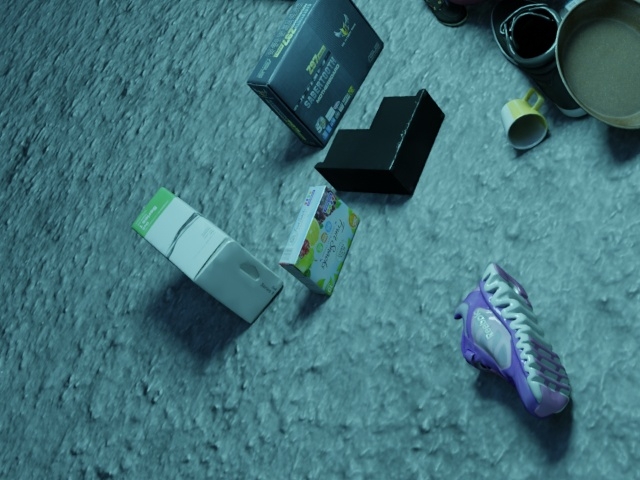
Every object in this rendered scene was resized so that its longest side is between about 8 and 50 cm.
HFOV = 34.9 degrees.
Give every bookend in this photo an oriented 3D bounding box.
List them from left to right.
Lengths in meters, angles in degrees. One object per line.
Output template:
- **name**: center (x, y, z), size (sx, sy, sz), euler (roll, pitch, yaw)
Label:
- **bookend**: center (0.095, -0.159, 1.643), size (0.157, 0.072, 0.156), euler (4, 62, 40)

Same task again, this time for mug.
- **mug**: center (0.303, -0.182, 1.512), size (0.078, 0.062, 0.064), euler (-33, 36, 14)

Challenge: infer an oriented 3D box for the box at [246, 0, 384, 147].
- **box**: center (-0.004, -0.305, 1.746), size (0.059, 0.183, 0.233), euler (15, 69, 43)

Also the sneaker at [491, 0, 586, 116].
- **sneaker**: center (0.317, -0.319, 1.535), size (0.104, 0.147, 0.296), euler (-37, 43, 13)

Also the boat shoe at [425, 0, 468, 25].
- **boat shoe**: center (0.209, -0.415, 1.765), size (0.049, 0.042, 0.133), euler (-38, 45, 6)

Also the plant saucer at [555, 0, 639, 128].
- **plant saucer**: center (0.408, -0.243, 1.412), size (0.198, 0.198, 0.036), euler (-65, 8, -19)

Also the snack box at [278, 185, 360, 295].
- **snack box**: center (0.000, 0.000, 1.580), size (0.037, 0.100, 0.141), euler (3, 63, 40)

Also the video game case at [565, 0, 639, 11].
- **video game case**: center (0.460, -0.348, 1.541), size (0.119, 0.015, 0.166), euler (-36, 44, 10)

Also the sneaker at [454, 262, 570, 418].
- **sneaker**: center (0.236, 0.142, 1.308), size (0.104, 0.095, 0.236), euler (-38, 39, 19)

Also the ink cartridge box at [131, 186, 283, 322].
- **ink cartridge box**: center (-0.185, 0.023, 1.663), size (0.092, 0.160, 0.219), euler (-51, 43, -3)

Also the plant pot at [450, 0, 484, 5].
- **plant pot**: center (0.264, -0.468, 1.635), size (0.201, 0.201, 0.180), euler (-62, 12, -16)
